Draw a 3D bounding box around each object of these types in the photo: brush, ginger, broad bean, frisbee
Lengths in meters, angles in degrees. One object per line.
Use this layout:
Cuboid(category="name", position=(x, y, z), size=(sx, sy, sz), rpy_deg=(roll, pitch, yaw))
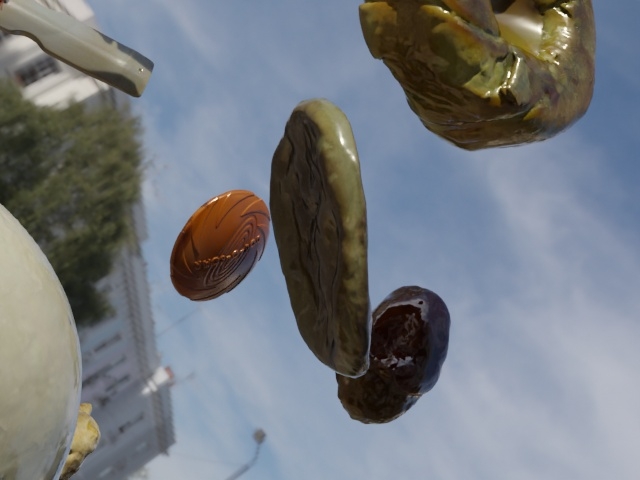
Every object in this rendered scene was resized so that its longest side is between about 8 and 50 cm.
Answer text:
Cuboid(category="brush", position=(-0.339, -0.266, 1.204), size=(0.321, 0.060, 0.050), rpy_deg=(27, -31, -18))
Cuboid(category="ginger", position=(-0.261, 0.176, 0.959), size=(0.294, 0.131, 0.086), rpy_deg=(152, -83, -83))
Cuboid(category="broad bean", position=(0.113, 0.173, 1.582), size=(0.122, 0.228, 0.156), rpy_deg=(9, -39, 44))
Cuboid(category="frisbee", position=(-0.144, 0.014, 1.580), size=(0.035, 0.192, 0.192), rpy_deg=(35, -30, 35))

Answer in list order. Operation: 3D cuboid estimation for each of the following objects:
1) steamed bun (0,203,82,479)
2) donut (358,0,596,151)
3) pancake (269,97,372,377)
Cuboid(category="steamed bun", position=(-0.269, 0.063, 0.622), size=(0.283, 0.177, 0.283), rpy_deg=(7, -64, 15))
Cuboid(category="donut", position=(0.200, -0.287, 1.305), size=(0.170, 0.360, 0.360), rpy_deg=(-17, -73, 46))
Cuboid(category="pancake", position=(0.000, 0.000, 1.075), size=(0.294, 0.049, 0.294), rpy_deg=(169, -90, -75))
